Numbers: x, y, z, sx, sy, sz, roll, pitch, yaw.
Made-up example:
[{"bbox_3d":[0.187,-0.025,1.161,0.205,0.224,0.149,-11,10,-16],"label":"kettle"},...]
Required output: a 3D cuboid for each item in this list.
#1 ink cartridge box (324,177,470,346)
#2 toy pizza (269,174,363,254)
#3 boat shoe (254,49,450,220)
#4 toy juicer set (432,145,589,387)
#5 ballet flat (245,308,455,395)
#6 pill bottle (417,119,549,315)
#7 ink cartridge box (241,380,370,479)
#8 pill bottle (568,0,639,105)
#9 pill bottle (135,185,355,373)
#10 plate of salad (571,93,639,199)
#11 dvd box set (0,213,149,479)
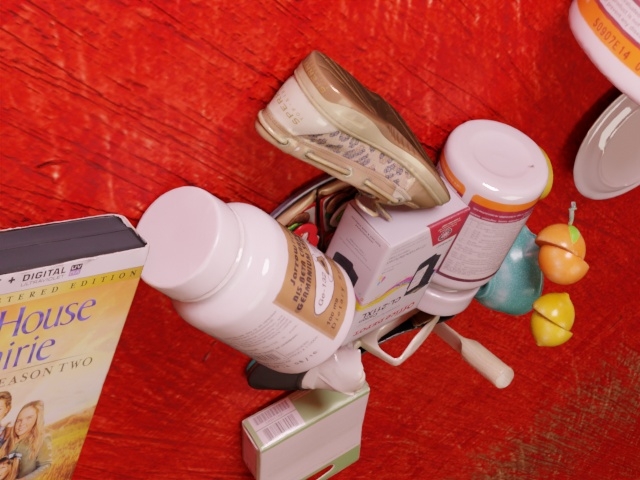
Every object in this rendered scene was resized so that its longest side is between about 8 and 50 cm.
[{"bbox_3d":[0.070,0.019,1.624,0.127,0.072,0.175,-25,152,-37],"label":"ink cartridge box"},{"bbox_3d":[0.000,0.000,1.623,0.201,0.032,0.201,-29,153,-17],"label":"toy pizza"},{"bbox_3d":[0.036,-0.091,1.458,0.089,0.104,0.285,-39,144,12],"label":"boat shoe"},{"bbox_3d":[0.239,0.056,1.817,0.089,0.209,0.329,-15,146,-31],"label":"toy juicer set"},{"bbox_3d":[0.047,0.122,1.808,0.280,0.096,0.095,-31,154,-13],"label":"ballet flat"},{"bbox_3d":[0.164,-0.021,1.696,0.121,0.121,0.221,-19,148,-34],"label":"pill bottle"},{"bbox_3d":[-0.022,0.270,2.010,0.171,0.056,0.235,-28,156,-18],"label":"ink cartridge box"},{"bbox_3d":[0.441,-0.310,1.459,0.224,0.224,0.392,-6,140,-48],"label":"pill bottle"},{"bbox_3d":[-0.075,0.037,1.460,0.131,0.131,0.229,-43,142,10],"label":"pill bottle"},{"bbox_3d":[0.394,-0.136,1.885,0.200,0.048,0.199,-24,141,-21],"label":"plate of salad"},{"bbox_3d":[-0.341,0.178,1.361,0.308,0.062,0.420,-11,133,-46],"label":"dvd box set"}]
